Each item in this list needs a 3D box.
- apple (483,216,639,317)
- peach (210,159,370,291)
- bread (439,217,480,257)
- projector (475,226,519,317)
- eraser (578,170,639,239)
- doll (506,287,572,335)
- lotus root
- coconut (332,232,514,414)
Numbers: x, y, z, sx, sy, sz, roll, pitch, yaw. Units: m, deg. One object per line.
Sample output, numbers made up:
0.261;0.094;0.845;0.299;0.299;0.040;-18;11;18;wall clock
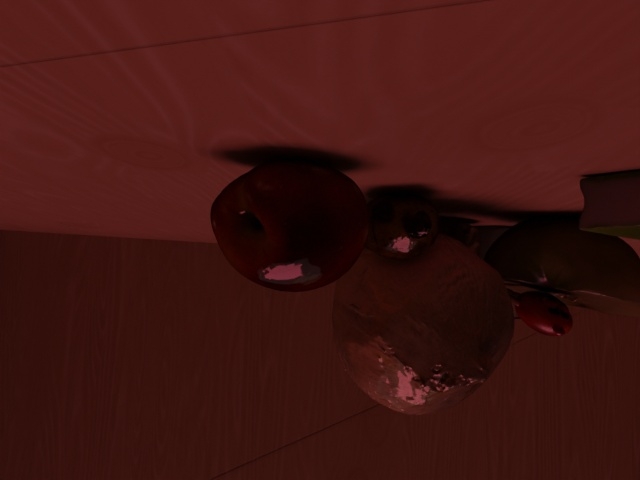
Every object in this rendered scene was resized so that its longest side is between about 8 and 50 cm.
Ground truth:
0.567;0.092;1.609;0.312;0.320;0.360;-39;150;21;apple
-0.044;-0.024;1.079;0.243;0.199;0.243;7;-174;-1;peach
0.223;0.035;1.836;0.389;0.183;0.236;2;173;22;bread
0.493;0.095;1.973;0.249;0.249;0.248;7;174;-42;projector
0.549;-0.044;1.047;0.274;0.092;0.210;8;174;-33;eraser
0.487;0.152;1.581;0.183;0.085;0.217;21;-169;-8;doll
0.152;-0.029;1.344;0.145;0.128;0.260;-11;-174;-10;lotus root
0.224;0.183;1.494;0.405;0.404;0.404;4;176;0;coconut
